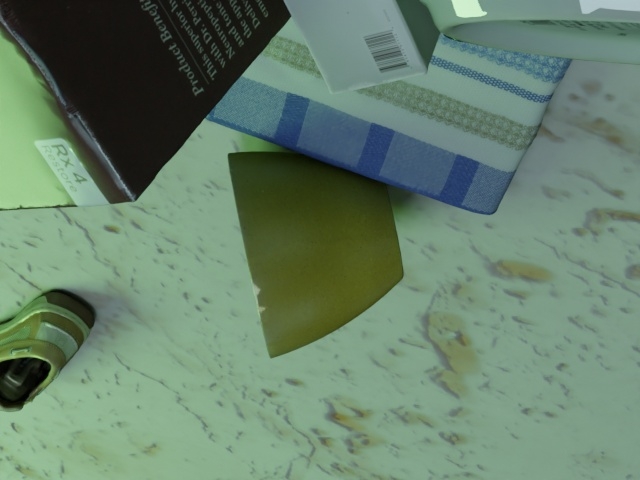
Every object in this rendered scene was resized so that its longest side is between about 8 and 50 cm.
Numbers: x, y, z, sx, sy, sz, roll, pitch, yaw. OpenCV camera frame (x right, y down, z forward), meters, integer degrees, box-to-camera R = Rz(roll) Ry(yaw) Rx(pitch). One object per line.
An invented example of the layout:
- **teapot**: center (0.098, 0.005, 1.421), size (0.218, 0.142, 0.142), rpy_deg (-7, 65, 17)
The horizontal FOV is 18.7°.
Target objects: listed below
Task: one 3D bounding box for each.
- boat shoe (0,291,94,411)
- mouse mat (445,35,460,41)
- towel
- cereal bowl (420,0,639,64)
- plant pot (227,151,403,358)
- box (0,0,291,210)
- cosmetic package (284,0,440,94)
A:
- **boat shoe**: center (-0.246, 0.105, 1.553), size (0.068, 0.072, 0.190), rpy_deg (29, 146, -12)
- **mouse mat**: center (0.160, -0.103, 0.944), size (0.190, 0.152, 0.007), rpy_deg (4, 105, 10)
- **towel**: center (0.040, -0.128, 1.104), size (0.209, 0.034, 0.285), rpy_deg (20, 147, 2)
- **cereal bowl**: center (0.133, -0.147, 0.779), size (0.339, 0.141, 0.339), rpy_deg (4, -179, 0)
- **plant pot**: center (0.000, 0.000, 1.241), size (0.095, 0.134, 0.134), rpy_deg (-12, 142, -1)
- **box**: center (-0.136, -0.141, 0.991), size (0.167, 0.203, 0.168), rpy_deg (-1, 130, 43)
- **cosmetic package**: center (-0.009, -0.196, 0.931), size (0.060, 0.099, 0.239), rpy_deg (-10, 124, 28)
